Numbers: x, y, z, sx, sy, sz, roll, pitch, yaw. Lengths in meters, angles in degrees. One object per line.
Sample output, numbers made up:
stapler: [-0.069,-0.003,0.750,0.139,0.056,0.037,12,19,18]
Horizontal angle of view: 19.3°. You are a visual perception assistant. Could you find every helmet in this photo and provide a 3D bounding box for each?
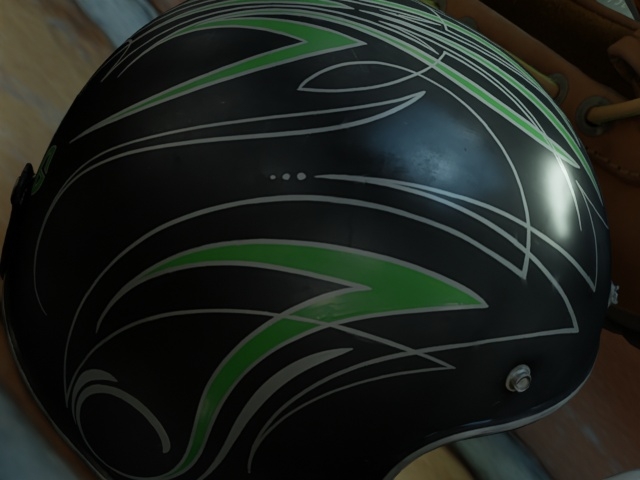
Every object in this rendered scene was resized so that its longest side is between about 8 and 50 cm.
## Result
helmet: [0.000,0.000,0.576,0.169,0.161,0.169,33,32,-25]

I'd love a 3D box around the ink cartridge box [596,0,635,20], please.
ink cartridge box: [0.064,-0.242,1.062,0.275,0.060,0.239,11,48,-48]

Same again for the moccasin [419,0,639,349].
moccasin: [0.145,-0.038,0.648,0.139,0.147,0.380,2,16,-38]

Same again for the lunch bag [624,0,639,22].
lunch bag: [0.271,-0.089,0.881,0.385,0.239,0.328,59,11,-11]

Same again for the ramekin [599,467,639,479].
ramekin: [0.146,0.177,0.489,0.277,0.135,0.277,26,14,-7]
